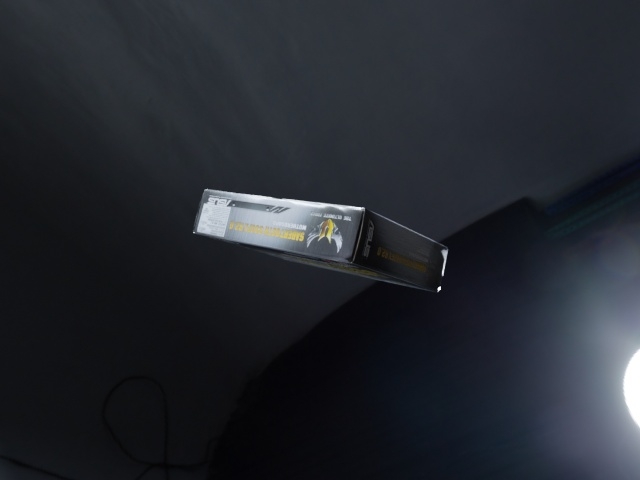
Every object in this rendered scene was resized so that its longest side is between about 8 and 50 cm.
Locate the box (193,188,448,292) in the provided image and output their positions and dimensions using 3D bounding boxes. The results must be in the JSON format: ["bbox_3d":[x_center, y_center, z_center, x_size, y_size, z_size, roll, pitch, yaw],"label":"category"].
[{"bbox_3d":[0.000,0.000,0.713,0.183,0.231,0.056,21,82,-52],"label":"box"}]
